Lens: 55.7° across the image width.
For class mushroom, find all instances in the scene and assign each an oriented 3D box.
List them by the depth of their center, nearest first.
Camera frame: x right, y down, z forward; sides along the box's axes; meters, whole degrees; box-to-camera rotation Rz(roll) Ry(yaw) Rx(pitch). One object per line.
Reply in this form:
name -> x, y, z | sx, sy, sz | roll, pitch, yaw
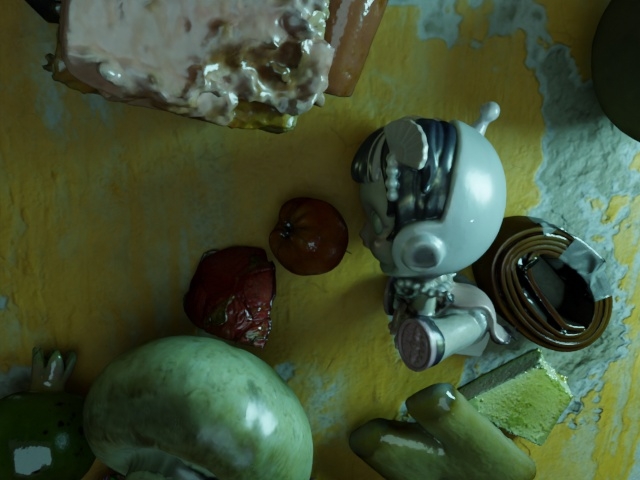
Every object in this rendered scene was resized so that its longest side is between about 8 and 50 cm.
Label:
mushroom -> -0.179, 0.293, 0.905 | 0.353, 0.260, 0.352 | 12, 142, 10

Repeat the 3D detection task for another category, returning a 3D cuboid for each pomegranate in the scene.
pomegranate -> -0.439, 0.284, 0.957 | 0.187, 0.187, 0.224 | 5, 79, -10

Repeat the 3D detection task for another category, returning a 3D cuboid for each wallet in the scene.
wallet -> 0.236, 0.175, 1.079 | 0.122, 0.025, 0.061 | 9, 114, -11

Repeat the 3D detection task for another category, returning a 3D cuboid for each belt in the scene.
belt -> 0.378, 0.072, 1.022 | 0.184, 0.105, 0.261 | -39, 108, 4

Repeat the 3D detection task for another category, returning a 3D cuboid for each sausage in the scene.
sausage -> 0.035, -0.335, 0.839 | 0.114, 0.113, 0.259 | 17, 106, -13

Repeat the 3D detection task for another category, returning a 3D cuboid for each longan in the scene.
longan -> 0.521, -0.258, 0.867 | 0.258, 0.258, 0.257 | -2, 108, -7

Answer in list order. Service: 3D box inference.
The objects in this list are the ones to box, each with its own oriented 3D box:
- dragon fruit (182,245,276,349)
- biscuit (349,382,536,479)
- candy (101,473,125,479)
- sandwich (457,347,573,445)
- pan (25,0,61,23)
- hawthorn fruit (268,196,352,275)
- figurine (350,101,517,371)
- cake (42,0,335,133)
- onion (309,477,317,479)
dragon fruit -> -0.139, 0.086, 0.934 | 0.127, 0.161, 0.120 | 3, 110, -20
biscuit -> 0.222, 0.395, 1.103 | 0.237, 0.062, 0.291 | -37, 112, 24
candy -> -0.256, 0.545, 1.025 | 0.365, 0.124, 0.124 | 38, 100, 8
sandwich -> 0.362, 0.271, 1.112 | 0.193, 0.058, 0.162 | 24, 101, -12
pan -> -0.322, -0.333, 0.821 | 0.128, 0.048, 0.202 | -43, 109, 6
hawthorn fruit -> -0.008, -0.007, 0.934 | 0.140, 0.125, 0.125 | 5, 107, -7
figurine -> 0.165, -0.012, 0.898 | 0.211, 0.253, 0.360 | -14, 106, -12
cake -> -0.145, -0.300, 0.713 | 0.315, 0.293, 0.306 | 8, 107, -27
onion -> -0.018, 0.534, 1.053 | 0.314, 0.232, 0.313 | 12, 145, 8
